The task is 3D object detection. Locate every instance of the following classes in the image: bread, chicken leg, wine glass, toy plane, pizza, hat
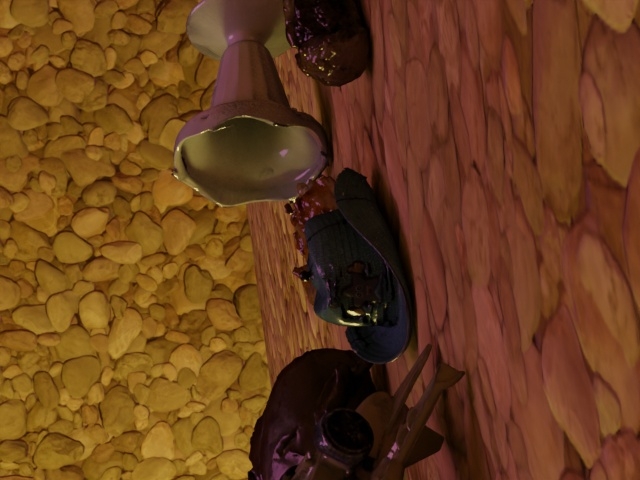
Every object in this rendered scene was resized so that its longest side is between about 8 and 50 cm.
[{"bbox_3d":[0.003,-0.173,1.206,0.082,0.060,0.113,96,164,-58],"label":"bread"},{"bbox_3d":[0.009,0.282,1.396,0.211,0.140,0.361,130,135,-72],"label":"chicken leg"},{"bbox_3d":[-0.078,-0.152,1.587,0.165,0.165,0.196,91,174,-57],"label":"wine glass"},{"bbox_3d":[0.016,0.185,1.003,0.256,0.104,0.242,-51,-4,-47],"label":"toy plane"},{"bbox_3d":[0.002,0.005,1.491,0.271,0.056,0.134,-173,67,-83],"label":"pizza"},{"bbox_3d":[0.020,0.022,1.213,0.191,0.078,0.138,-110,15,-65],"label":"hat"}]
